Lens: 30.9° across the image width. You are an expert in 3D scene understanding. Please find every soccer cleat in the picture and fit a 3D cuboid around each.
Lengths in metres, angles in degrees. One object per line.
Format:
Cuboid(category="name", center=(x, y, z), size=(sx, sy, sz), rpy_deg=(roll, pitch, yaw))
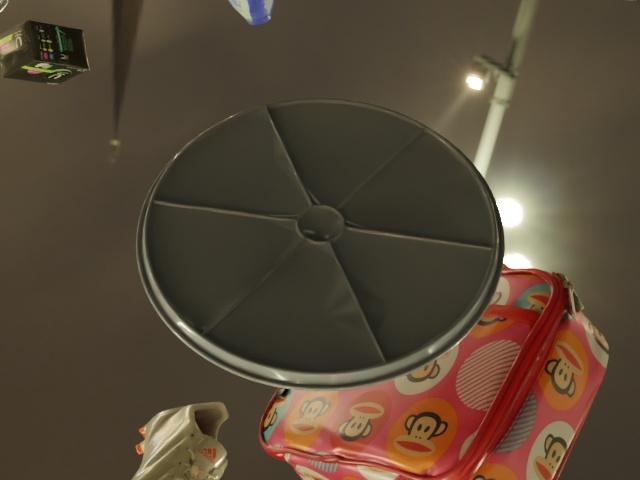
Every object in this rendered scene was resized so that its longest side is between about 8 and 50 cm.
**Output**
Cuboid(category="soccer cleat", center=(-0.111, 0.191, 0.918), size=(0.076, 0.068, 0.196), rpy_deg=(-25, -154, 10))

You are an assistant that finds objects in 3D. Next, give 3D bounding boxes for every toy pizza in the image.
Cuboid(category="toy pizza", center=(0.000, 0.000, 0.640), size=(0.201, 0.032, 0.201), rpy_deg=(0, -128, -1))

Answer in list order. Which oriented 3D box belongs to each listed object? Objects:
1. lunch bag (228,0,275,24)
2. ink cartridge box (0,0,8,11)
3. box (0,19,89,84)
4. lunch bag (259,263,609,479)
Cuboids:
Cuboid(category="lunch bag", center=(-0.076, -0.278, 0.988), size=(0.096, 0.129, 0.151), rpy_deg=(-15, -112, 1))
Cuboid(category="ink cartridge box", center=(-0.582, -0.298, 1.240), size=(0.385, 0.308, 0.091), rpy_deg=(48, -161, -17))
Cuboid(category="box", center=(-0.324, -0.219, 1.354), size=(0.062, 0.052, 0.083), rpy_deg=(-17, 171, 36))
Cuboid(category="lunch bag", center=(0.104, 0.119, 1.025), size=(0.293, 0.120, 0.258), rpy_deg=(-1, -131, 52))
